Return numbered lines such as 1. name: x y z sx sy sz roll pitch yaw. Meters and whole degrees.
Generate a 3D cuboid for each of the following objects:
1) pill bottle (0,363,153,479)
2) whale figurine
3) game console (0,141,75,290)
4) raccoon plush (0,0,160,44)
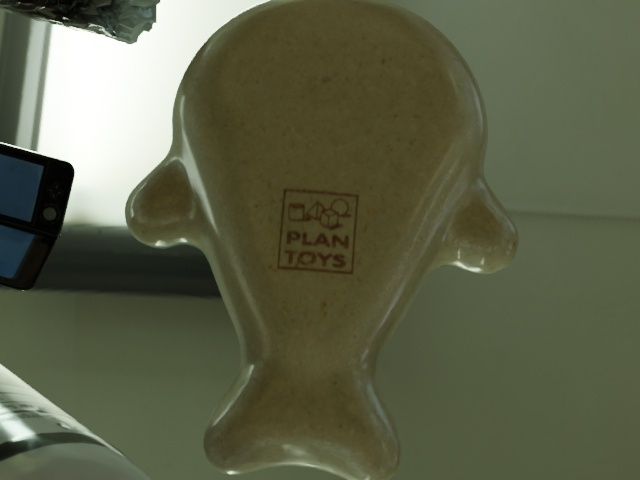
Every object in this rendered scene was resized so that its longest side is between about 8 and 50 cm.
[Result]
1. pill bottle: -0.207 0.173 0.612 0.363 0.210 0.210 27 -119 35
2. whale figurine: 0.000 0.000 0.645 0.216 0.141 0.272 3 -105 0
3. game console: -0.286 -0.028 0.976 0.122 0.071 0.107 16 -80 -3
4. raccoon plush: -0.252 -0.299 0.596 0.216 0.446 0.299 16 -85 26
